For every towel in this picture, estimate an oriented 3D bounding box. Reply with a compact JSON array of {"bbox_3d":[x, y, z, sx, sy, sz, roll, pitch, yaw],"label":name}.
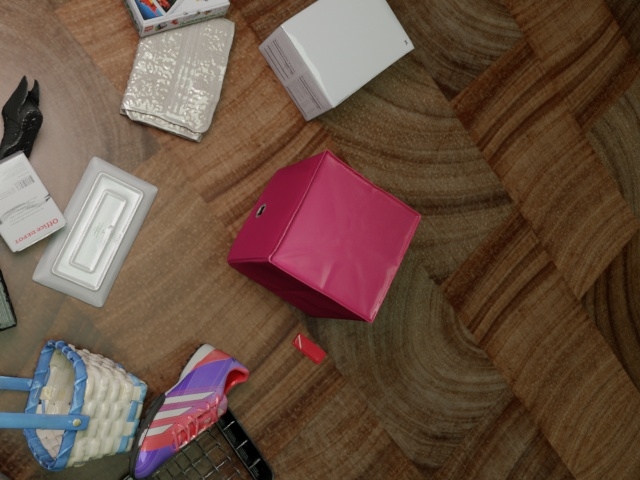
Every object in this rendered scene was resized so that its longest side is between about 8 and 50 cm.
[{"bbox_3d":[-0.294,-0.360,1.387,0.187,0.049,0.282,16,80,-24],"label":"towel"}]

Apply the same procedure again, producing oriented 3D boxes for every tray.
[{"bbox_3d":[-0.436,-0.018,1.310,0.145,0.030,0.270,28,76,-22],"label":"tray"}]

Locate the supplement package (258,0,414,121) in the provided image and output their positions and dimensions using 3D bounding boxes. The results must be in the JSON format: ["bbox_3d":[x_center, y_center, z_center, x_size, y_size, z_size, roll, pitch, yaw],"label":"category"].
[{"bbox_3d":[0.036,-0.433,1.493,0.262,0.145,0.204,-40,103,-22],"label":"supplement package"}]

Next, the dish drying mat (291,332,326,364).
[{"bbox_3d":[-0.025,0.243,1.498,0.083,0.008,0.032,40,71,-17],"label":"dish drying mat"}]

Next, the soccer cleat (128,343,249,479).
[{"bbox_3d":[-0.244,0.322,1.256,0.116,0.109,0.318,21,36,9],"label":"soccer cleat"}]

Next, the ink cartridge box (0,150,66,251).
[{"bbox_3d":[-0.553,-0.071,1.219,0.109,0.063,0.151,-33,115,-18],"label":"ink cartridge box"}]

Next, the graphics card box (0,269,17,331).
[{"bbox_3d":[-0.737,0.095,1.127,0.370,0.094,0.233,-19,94,-24],"label":"graphics card box"}]

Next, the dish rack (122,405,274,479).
[{"bbox_3d":[-0.253,0.483,1.341,0.271,0.074,0.208,-36,101,-22],"label":"dish rack"}]

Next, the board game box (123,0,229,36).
[{"bbox_3d":[-0.336,-0.580,1.351,0.193,0.053,0.305,-24,86,-24],"label":"board game box"}]

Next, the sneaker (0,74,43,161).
[{"bbox_3d":[-0.566,-0.216,1.247,0.051,0.089,0.170,13,117,-53],"label":"sneaker"}]

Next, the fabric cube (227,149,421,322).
[{"bbox_3d":[0.000,0.000,1.388,0.259,0.258,0.254,33,75,-19],"label":"fabric cube"}]

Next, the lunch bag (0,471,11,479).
[{"bbox_3d":[-0.524,0.527,1.111,0.305,0.256,0.213,45,72,-15],"label":"lunch bag"}]

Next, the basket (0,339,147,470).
[{"bbox_3d":[-0.469,0.281,1.153,0.288,0.254,0.201,19,85,-33],"label":"basket"}]
